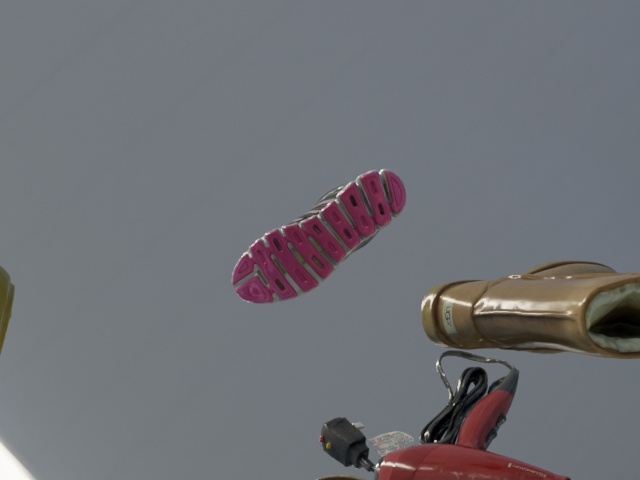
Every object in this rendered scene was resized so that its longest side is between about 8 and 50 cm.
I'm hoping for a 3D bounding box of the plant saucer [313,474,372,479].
[{"bbox_3d":[0.024,0.144,0.730,0.015,0.083,0.083,-43,-24,-50],"label":"plant saucer"}]

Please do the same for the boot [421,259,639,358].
[{"bbox_3d":[0.246,0.065,1.336,0.236,0.269,0.089,-9,-89,-27],"label":"boot"}]

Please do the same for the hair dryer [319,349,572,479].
[{"bbox_3d":[0.144,0.195,1.506,0.224,0.293,0.080,-30,-56,-15],"label":"hair dryer"}]

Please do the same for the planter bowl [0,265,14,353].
[{"bbox_3d":[-0.352,0.080,1.478,0.090,0.217,0.217,14,-60,-13],"label":"planter bowl"}]

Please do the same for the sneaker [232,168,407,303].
[{"bbox_3d":[0.000,0.000,1.319,0.170,0.063,0.075,-36,-1,-1],"label":"sneaker"}]
